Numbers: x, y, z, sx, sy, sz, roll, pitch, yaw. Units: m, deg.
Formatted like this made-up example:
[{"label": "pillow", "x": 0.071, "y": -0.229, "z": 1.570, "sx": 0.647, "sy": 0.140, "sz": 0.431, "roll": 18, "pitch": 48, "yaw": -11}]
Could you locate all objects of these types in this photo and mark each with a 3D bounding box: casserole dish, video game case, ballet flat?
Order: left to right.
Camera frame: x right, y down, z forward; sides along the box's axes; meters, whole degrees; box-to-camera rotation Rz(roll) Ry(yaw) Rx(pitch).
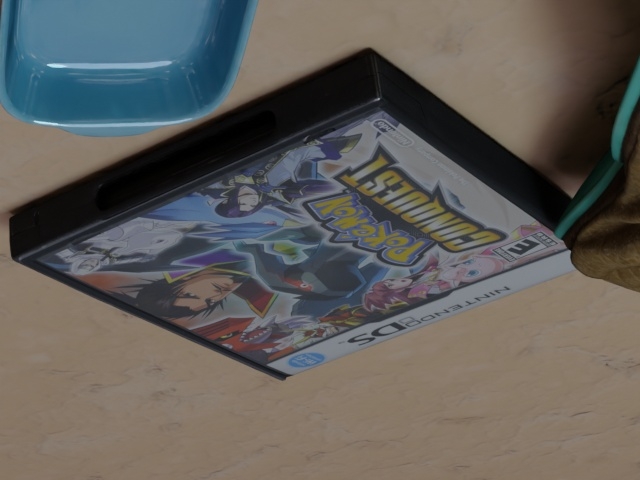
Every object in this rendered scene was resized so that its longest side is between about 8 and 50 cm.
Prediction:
[{"label": "casserole dish", "x": -0.089, "y": -0.108, "z": 0.814, "sx": 0.114, "sy": 0.037, "sz": 0.188, "roll": -1, "pitch": 153, "yaw": -13}, {"label": "video game case", "x": 0.000, "y": 0.000, "z": 1.061, "sx": 0.248, "sy": 0.035, "sz": 0.275, "roll": -22, "pitch": 151, "yaw": 27}, {"label": "ballet flat", "x": 0.202, "y": -0.038, "z": 0.898, "sx": 0.124, "sy": 0.116, "sz": 0.342, "roll": 32, "pitch": 162, "yaw": 9}]
